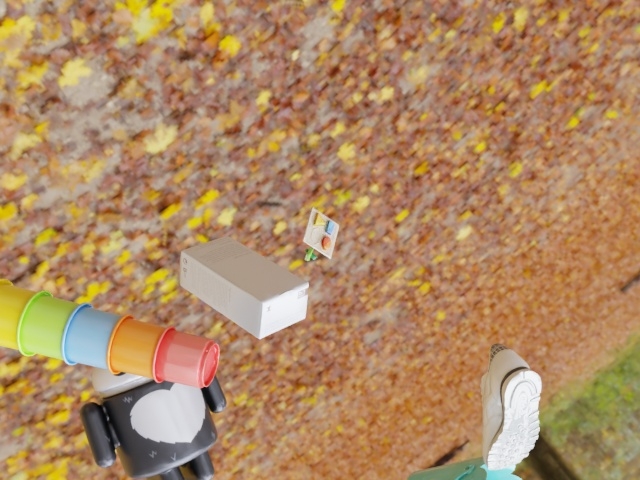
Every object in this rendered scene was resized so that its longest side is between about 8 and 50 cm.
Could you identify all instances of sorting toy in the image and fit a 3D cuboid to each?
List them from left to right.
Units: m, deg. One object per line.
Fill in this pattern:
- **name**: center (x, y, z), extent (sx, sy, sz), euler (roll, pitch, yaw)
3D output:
- **sorting toy**: center (0.000, 0.000, 1.185), extent (0.012, 0.083, 0.062), euler (-14, 141, 42)

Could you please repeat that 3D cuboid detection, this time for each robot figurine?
- **robot figurine**: center (-0.279, 0.295, 1.418), extent (0.174, 0.278, 0.209), euler (-21, 179, 15)

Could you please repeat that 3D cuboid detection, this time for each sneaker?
- **sneaker**: center (0.306, 0.282, 1.383), extent (0.090, 0.095, 0.235), euler (-9, 123, -22)

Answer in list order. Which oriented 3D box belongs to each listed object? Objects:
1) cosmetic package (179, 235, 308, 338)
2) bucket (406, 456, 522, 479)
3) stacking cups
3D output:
- **cosmetic package**: center (-0.142, 0.080, 1.512), extent (0.117, 0.231, 0.085), euler (-20, 128, -40)
- **bucket**: center (0.281, 0.554, 1.585), extent (0.183, 0.281, 0.281), euler (-16, 170, 28)
- **stacking cups**: center (-0.288, 0.125, 1.093), extent (0.096, 0.316, 0.096), euler (11, 90, -82)
